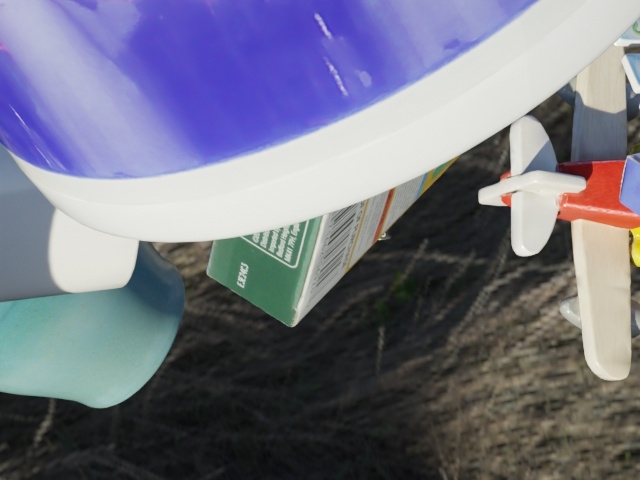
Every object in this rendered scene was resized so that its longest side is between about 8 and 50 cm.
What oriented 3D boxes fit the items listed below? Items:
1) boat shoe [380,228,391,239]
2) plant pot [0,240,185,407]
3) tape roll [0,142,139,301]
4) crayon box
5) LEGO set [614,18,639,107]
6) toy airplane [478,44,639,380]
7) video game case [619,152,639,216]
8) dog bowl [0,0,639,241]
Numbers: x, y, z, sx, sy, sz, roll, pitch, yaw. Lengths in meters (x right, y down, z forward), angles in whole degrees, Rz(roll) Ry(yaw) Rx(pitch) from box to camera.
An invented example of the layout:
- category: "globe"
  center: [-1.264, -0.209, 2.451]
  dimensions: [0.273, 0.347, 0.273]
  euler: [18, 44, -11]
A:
- category: "boat shoe"
  center: [0.000, 0.000, 1.209]
  dimensions: [0.142, 0.040, 0.049]
  euler: [-19, -3, -11]
- category: "plant pot"
  center: [-0.290, 0.046, 1.361]
  dimensions: [0.271, 0.255, 0.272]
  euler: [-29, 42, 31]
- category: "tape roll"
  center: [-0.257, -0.071, 1.065]
  dimensions: [0.169, 0.246, 0.246]
  euler: [-7, 38, -21]
- category: "crayon box"
  center: [0.052, -0.109, 0.947]
  dimensions: [0.083, 0.203, 0.323]
  euler: [31, 45, 17]
- category: "LEGO set"
  center: [0.477, -0.213, 1.593]
  dimensions: [0.244, 0.060, 0.182]
  euler: [-4, 66, -29]
- category: "toy airplane"
  center: [0.408, -0.053, 1.847]
  dimensions: [0.386, 0.272, 0.384]
  euler: [-44, 87, -10]
- category: "video game case"
  center: [0.485, -0.028, 1.327]
  dimensions: [0.244, 0.061, 0.269]
  euler: [-13, 34, -24]
- category: "dog bowl"
  center: [-0.012, -0.129, 0.422]
  dimensions: [0.264, 0.104, 0.265]
  euler: [-21, 38, 17]
